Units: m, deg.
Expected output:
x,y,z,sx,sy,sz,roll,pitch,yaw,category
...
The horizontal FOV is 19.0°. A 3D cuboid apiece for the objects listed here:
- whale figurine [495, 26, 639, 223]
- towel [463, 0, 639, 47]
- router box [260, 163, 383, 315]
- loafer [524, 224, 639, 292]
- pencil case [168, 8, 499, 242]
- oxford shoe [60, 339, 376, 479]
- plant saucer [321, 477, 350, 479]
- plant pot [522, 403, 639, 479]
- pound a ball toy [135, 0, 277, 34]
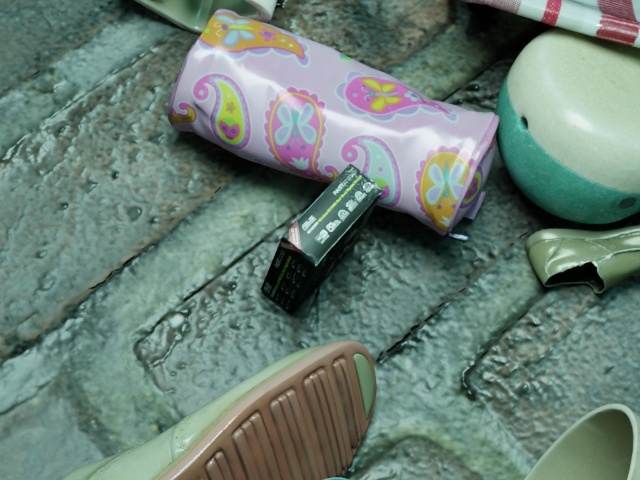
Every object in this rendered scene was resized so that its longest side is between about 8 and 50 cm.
x,y,z,sx,sy,sz,roll,pitch,yaw,category
0.274,-0.094,1.692,0.272,0.141,0.216,-5,51,-35,whale figurine
0.280,-0.216,1.710,0.329,0.037,0.237,15,23,1,towel
0.000,0.000,1.598,0.038,0.122,0.092,40,65,7,router box
0.252,0.019,1.660,0.148,0.056,0.050,-2,64,4,loafer
0.014,-0.100,1.652,0.284,0.124,0.124,22,63,4,pencil case
-0.116,0.186,1.487,0.146,0.140,0.397,16,38,41,oxford shoe
-0.007,0.240,1.496,0.021,0.119,0.119,17,56,42,plant saucer
0.274,0.300,1.432,0.274,0.256,0.256,31,63,-7,plant pot
-0.082,-0.347,1.764,0.136,0.208,0.319,27,69,-31,pound a ball toy
